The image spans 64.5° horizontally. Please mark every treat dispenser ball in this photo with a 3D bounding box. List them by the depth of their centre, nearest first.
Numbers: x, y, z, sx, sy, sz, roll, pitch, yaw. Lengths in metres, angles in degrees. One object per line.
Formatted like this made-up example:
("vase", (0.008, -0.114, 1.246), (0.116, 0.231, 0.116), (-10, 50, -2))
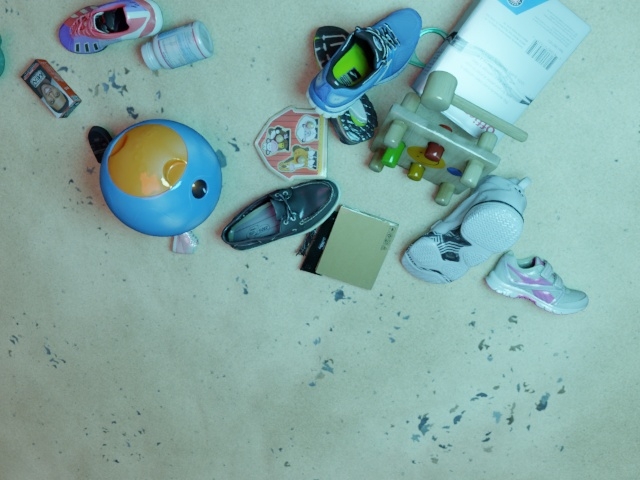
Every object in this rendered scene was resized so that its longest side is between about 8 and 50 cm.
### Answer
("treat dispenser ball", (-0.388, -0.151, 1.251), (0.288, 0.288, 0.288), (3, 107, 8))

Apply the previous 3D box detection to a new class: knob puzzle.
("knob puzzle", (-0.078, -0.245, 1.288), (0.213, 0.030, 0.213), (2, 96, 15))

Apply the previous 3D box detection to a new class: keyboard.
("keyboard", (0.000, 0.000, 1.375), (0.100, 0.038, 0.192), (19, 109, -22))

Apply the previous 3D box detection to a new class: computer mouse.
("computer mouse", (-0.569, -0.200, 1.402), (0.071, 0.041, 0.242), (-7, 113, 20))

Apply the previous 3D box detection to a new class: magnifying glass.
("magnifying glass", (0.196, -0.446, 1.203), (0.231, 0.026, 0.092), (-4, 106, 11))

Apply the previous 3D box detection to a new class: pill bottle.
("pill bottle", (-0.353, -0.474, 1.251), (0.160, 0.087, 0.087), (-12, 104, 13))

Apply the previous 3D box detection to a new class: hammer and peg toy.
("hammer and peg toy", (0.255, -0.200, 1.101), (0.266, 0.361, 0.127), (27, 80, -1))

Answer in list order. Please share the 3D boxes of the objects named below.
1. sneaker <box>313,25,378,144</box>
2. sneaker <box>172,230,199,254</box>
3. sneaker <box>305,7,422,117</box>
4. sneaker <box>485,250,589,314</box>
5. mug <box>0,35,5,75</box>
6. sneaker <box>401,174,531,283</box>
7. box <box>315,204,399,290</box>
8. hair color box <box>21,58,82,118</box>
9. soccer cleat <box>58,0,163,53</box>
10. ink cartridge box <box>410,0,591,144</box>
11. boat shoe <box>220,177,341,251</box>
("sneaker", (0.041, -0.362, 1.209), (0.111, 0.121, 0.300), (-12, 86, -18))
("sneaker", (-0.369, -0.021, 1.413), (0.070, 0.051, 0.134), (13, 112, 3))
("sneaker", (0.117, -0.398, 1.095), (0.130, 0.147, 0.330), (46, 72, -6))
("sneaker", (0.553, 0.103, 1.272), (0.252, 0.103, 0.111), (17, 110, 3))
("mug", (-0.891, -0.480, 1.332), (0.158, 0.097, 0.129), (-4, 106, 10))
("sneaker", (0.363, -0.029, 1.251), (0.137, 0.210, 0.366), (45, 143, -5))
("box", (0.096, 0.021, 1.352), (0.164, 0.021, 0.201), (19, 109, -6))
("hair color box", (-0.717, -0.404, 1.355), (0.072, 0.043, 0.141), (-39, 98, 17))
("soccer cleat", (-0.538, -0.522, 1.232), (0.318, 0.116, 0.108), (0, 110, 24))
("ink cartridge box", (0.383, -0.398, 1.123), (0.223, 0.129, 0.307), (33, 109, -10))
("boat shoe", (-0.111, -0.068, 1.310), (0.340, 0.113, 0.127), (-20, 80, 17))
